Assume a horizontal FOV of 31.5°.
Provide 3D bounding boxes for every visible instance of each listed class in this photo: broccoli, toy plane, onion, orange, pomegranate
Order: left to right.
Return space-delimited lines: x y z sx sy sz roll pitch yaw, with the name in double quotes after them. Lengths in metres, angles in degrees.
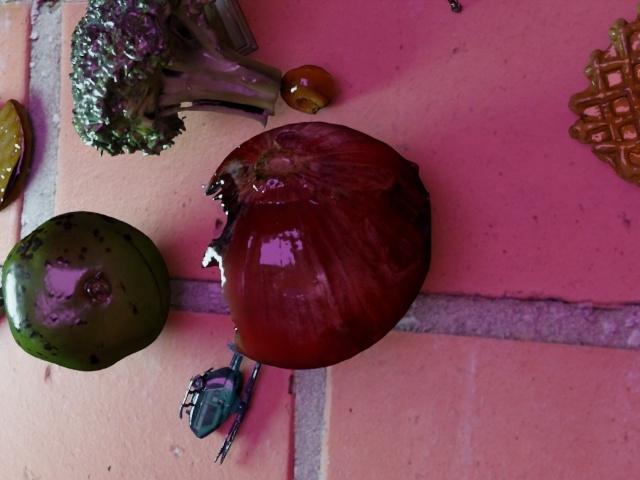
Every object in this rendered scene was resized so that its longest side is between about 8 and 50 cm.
-0.353 0.078 1.706 0.254 0.270 0.254 4 78 -17 "pomegranate"
-0.217 -0.287 1.640 0.249 0.302 0.375 58 135 36 "broccoli"
-0.142 0.218 1.704 0.096 0.060 0.235 25 101 13 "toy plane"
-0.019 -0.227 1.664 0.086 0.086 0.062 1 65 22 "orange"
-0.002 -0.008 1.519 0.341 0.341 0.341 -1 88 22 "onion"

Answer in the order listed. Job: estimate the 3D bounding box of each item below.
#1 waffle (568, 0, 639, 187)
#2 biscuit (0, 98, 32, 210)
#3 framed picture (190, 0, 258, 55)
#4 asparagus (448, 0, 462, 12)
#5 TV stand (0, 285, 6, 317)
0.467 -0.183 1.477 0.261 0.056 0.250 38 101 21 "waffle"
-0.570 -0.126 1.903 0.228 0.031 0.176 -25 78 21 "biscuit"
-0.238 -0.368 1.786 0.217 0.017 0.274 -29 78 19 "framed picture"
0.167 -0.378 1.624 0.018 0.015 0.127 -32 77 19 "asparagus"
-0.565 0.125 1.888 0.249 0.036 0.042 -39 74 16 "TV stand"
